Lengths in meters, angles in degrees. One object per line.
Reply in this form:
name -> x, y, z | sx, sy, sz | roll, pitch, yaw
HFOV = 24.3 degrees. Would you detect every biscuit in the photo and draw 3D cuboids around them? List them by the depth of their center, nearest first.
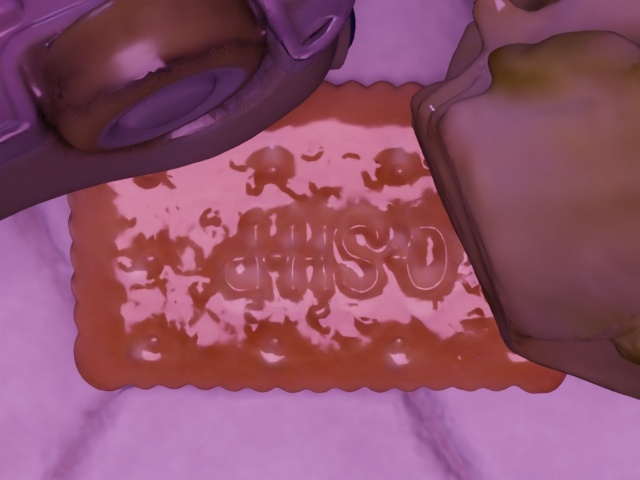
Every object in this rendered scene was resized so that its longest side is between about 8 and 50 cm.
biscuit -> 0.000, 0.000, 0.726 | 0.249, 0.030, 0.160 | 1, 103, 2

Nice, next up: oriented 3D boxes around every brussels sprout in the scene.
brussels sprout -> 0.229, -0.058, 0.571 | 0.371, 0.276, 0.315 | -28, 110, 9

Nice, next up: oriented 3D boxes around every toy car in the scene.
toy car -> -0.173, -0.102, 0.637 | 0.336, 0.226, 0.242 | -26, 82, -8
